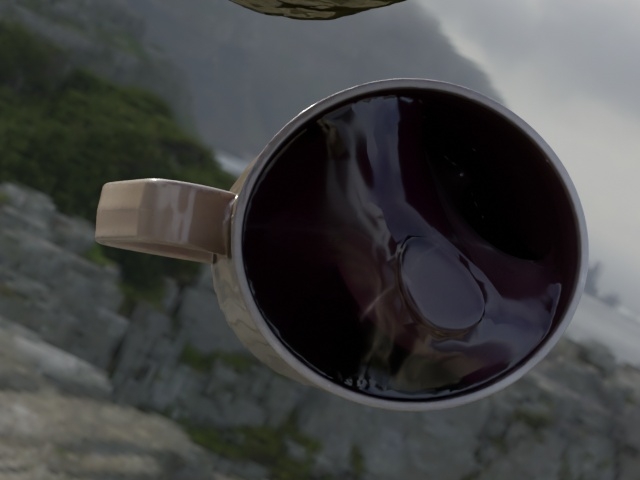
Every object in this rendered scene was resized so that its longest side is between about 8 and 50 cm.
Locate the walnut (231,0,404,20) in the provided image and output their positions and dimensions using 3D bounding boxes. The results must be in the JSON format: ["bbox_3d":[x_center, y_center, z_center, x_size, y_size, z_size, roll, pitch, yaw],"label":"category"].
[{"bbox_3d":[0.015,-0.213,0.558,0.283,0.283,0.227,30,-19,38],"label":"walnut"}]

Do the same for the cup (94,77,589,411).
[{"bbox_3d":[0.007,0.018,1.130,0.288,0.208,0.273,-19,1,-10],"label":"cup"}]
